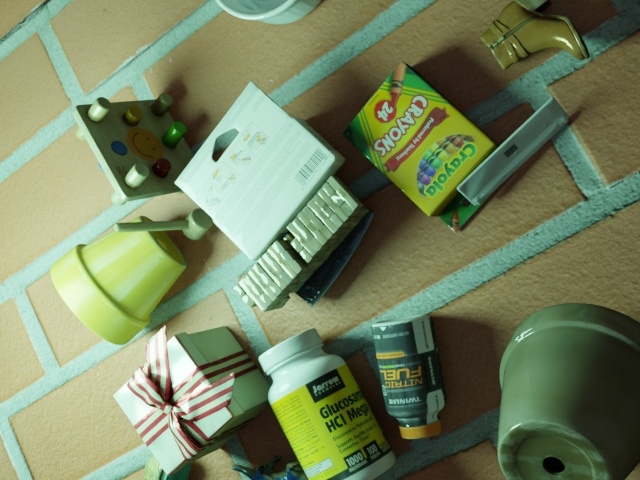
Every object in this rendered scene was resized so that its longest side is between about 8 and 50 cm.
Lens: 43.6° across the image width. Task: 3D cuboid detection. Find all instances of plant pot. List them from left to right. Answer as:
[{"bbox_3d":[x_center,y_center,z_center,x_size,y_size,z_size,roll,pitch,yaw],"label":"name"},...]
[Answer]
[{"bbox_3d":[-0.457,0.077,1.886,0.239,0.254,0.254,-40,76,4],"label":"plant pot"},{"bbox_3d":[0.445,0.314,1.415,0.323,0.280,0.323,15,122,26],"label":"plant pot"}]

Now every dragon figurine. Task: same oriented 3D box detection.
[{"bbox_3d":[-0.086,0.569,1.808,0.289,0.085,0.144,-8,87,22],"label":"dragon figurine"}]

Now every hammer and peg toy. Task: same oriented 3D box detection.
[{"bbox_3d":[-0.386,-0.169,1.830,0.127,0.266,0.361,-41,74,38],"label":"hammer and peg toy"}]

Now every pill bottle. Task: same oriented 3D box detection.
[{"bbox_3d":[0.005,0.366,1.711,0.188,0.188,0.334,-33,79,20],"label":"pill bottle"},{"bbox_3d":[0.189,0.283,1.662,0.130,0.130,0.245,-12,87,23],"label":"pill bottle"}]

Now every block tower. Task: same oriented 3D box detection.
[{"bbox_3d":[-0.037,0.015,1.716,0.091,0.097,0.335,47,110,15],"label":"block tower"}]

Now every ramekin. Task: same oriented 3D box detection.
[{"bbox_3d":[-0.106,-0.613,1.768,0.277,0.135,0.277,0,91,25],"label":"ramekin"}]

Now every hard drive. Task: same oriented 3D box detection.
[{"bbox_3d":[0.000,0.000,1.779,0.172,0.054,0.254,38,105,19],"label":"hard drive"}]

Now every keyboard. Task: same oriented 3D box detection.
[{"bbox_3d":[0.384,-0.175,1.596,0.256,0.072,0.014,-45,32,12],"label":"keyboard"}]

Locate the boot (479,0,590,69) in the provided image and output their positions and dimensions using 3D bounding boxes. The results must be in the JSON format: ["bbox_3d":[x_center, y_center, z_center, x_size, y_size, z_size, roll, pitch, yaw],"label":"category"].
[{"bbox_3d":[0.424,-0.390,1.585,0.152,0.073,0.197,-41,64,17],"label":"boot"}]

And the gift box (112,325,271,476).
[{"bbox_3d":[-0.278,0.333,1.794,0.255,0.258,0.276,46,108,15],"label":"gift box"}]

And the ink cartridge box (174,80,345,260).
[{"bbox_3d":[-0.135,-0.149,1.737,0.261,0.066,0.296,44,106,14],"label":"ink cartridge box"}]

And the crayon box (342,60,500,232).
[{"bbox_3d":[0.226,-0.193,1.666,0.318,0.081,0.202,44,106,16],"label":"crayon box"}]

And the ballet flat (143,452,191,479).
[{"bbox_3d":[-0.401,0.658,1.941,0.123,0.123,0.348,18,99,22],"label":"ballet flat"}]
